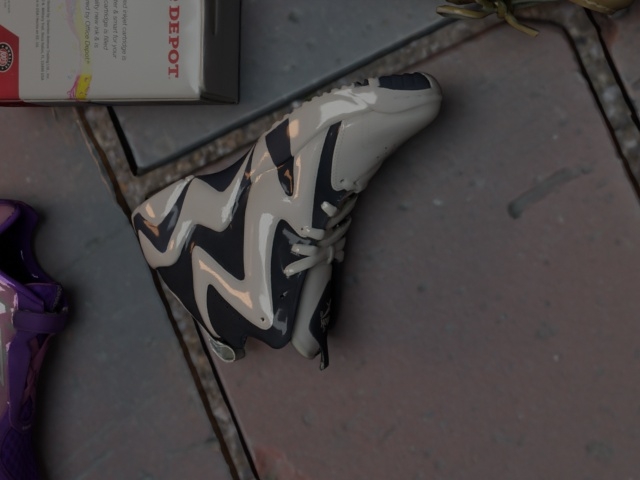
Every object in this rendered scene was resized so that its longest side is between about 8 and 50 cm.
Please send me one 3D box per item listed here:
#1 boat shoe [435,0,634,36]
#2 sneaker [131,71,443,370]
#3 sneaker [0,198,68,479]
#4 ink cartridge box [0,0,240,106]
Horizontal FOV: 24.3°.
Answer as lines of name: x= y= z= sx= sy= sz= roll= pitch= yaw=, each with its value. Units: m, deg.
boat shoe: x=0.071 y=-0.187 z=0.942 sx=0.285 sy=0.104 sz=0.089 roll=24 pitch=103 yaw=27
sneaker: x=0.000 y=0.000 z=0.966 sx=0.235 sy=0.094 sz=0.153 roll=-28 pitch=84 yaw=17
sneaker: x=-0.226 y=0.072 z=1.047 sx=0.104 sy=0.095 sz=0.236 roll=-13 pitch=86 yaw=11
ink cartridge box: x=-0.146 y=-0.156 z=1.022 sx=0.175 sy=0.072 sz=0.127 roll=2 pitch=91 yaw=18
